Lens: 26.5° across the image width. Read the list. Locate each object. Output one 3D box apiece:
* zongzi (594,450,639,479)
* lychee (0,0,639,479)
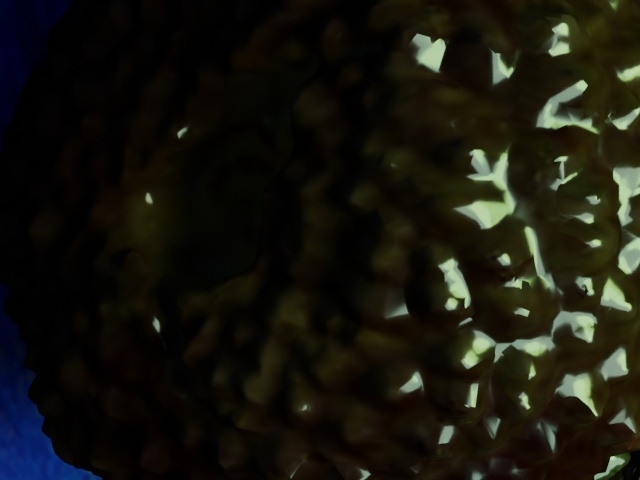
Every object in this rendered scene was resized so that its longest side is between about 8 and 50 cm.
[{"bbox_3d":[0.015,0.206,0.651,0.317,0.154,0.289,-37,141,-31],"label":"zongzi"},{"bbox_3d":[0.026,-0.012,0.494,0.267,0.267,0.267,-24,120,-48],"label":"lychee"}]
